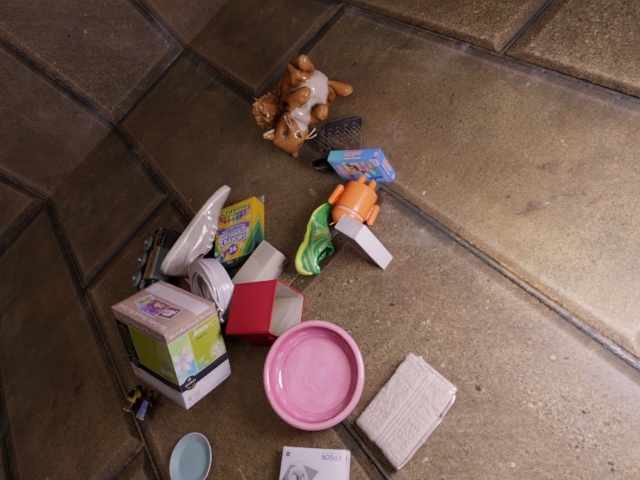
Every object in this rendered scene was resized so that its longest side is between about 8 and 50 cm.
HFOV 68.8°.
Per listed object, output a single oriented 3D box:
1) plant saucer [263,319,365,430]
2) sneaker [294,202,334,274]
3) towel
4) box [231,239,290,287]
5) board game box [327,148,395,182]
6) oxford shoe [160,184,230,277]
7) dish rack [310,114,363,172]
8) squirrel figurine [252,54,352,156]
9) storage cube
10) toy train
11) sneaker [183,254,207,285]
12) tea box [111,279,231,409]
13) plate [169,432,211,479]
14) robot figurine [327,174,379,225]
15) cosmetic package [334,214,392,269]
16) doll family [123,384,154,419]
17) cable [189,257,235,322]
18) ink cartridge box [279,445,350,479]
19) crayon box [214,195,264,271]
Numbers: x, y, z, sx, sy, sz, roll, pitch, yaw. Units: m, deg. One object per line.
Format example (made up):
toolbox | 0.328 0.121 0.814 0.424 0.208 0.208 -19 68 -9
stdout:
plant saucer | -0.016 0.423 1.481 0.332 0.084 0.332 -6 71 17
sneaker | 0.000 0.000 1.746 0.123 0.109 0.295 14 69 13
towel | 0.246 0.481 1.343 0.282 0.049 0.187 -51 49 -1
box | -0.251 0.144 1.811 0.275 0.094 0.113 -51 50 -2
board game box | 0.155 -0.277 1.750 0.210 0.160 0.047 4 66 33
oxford shoe | -0.493 -0.030 1.951 0.130 0.169 0.449 32 78 -5
dish rack | 0.078 -0.409 1.928 0.208 0.074 0.271 -7 61 28
squirrel figurine | -0.120 -0.559 2.057 0.397 0.281 0.370 14 82 51
storage cube | -0.190 0.260 1.651 0.193 0.184 0.215 -9 61 29
toy train | -0.723 0.097 2.080 0.190 0.142 0.334 -17 55 44
sneaker | -0.537 0.109 2.016 0.128 0.087 0.221 -47 51 3
tea box | -0.532 0.362 1.682 0.329 0.323 0.220 15 34 36
plate | -0.448 0.771 1.629 0.188 0.024 0.188 -16 57 25
robot figurine | 0.122 -0.130 1.710 0.128 0.158 0.219 16 73 55
cosmetic package | 0.148 0.007 1.543 0.099 0.239 0.060 35 85 39
doll family | -0.712 0.630 1.846 0.193 0.076 0.111 12 67 31
cable | -0.406 0.187 1.744 0.257 0.089 0.257 -24 83 56
ink cartridge box | -0.023 0.730 1.371 0.223 0.045 0.224 -11 60 27
crayon box | -0.343 -0.049 1.984 0.203 0.083 0.323 -19 56 22
